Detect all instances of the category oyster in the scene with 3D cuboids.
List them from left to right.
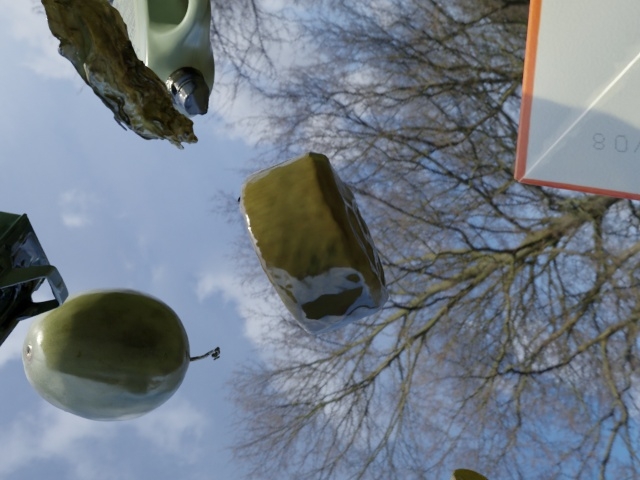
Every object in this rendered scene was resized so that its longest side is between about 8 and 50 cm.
[{"bbox_3d":[-0.166,-0.143,0.467,0.108,0.053,0.165,54,175,48],"label":"oyster"}]

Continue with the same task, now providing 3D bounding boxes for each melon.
[{"bbox_3d":[-0.393,0.212,1.070,0.308,0.272,0.271,48,-159,-40],"label":"melon"}]

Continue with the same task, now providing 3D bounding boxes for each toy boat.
[{"bbox_3d":[-0.307,0.083,0.465,0.103,0.093,0.246,21,-125,4],"label":"toy boat"}]

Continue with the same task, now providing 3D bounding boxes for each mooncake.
[{"bbox_3d":[0.000,0.000,0.904,0.284,0.156,0.284,-24,-90,-83],"label":"mooncake"}]

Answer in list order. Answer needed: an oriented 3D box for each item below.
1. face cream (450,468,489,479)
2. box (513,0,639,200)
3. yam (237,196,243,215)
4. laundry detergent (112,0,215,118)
[{"bbox_3d":[0.255,0.575,1.061,0.078,0.273,0.078,12,-173,-1],"label":"face cream"},{"bbox_3d":[0.362,-0.211,0.428,0.349,0.318,0.257,12,-137,28],"label":"box"},{"bbox_3d":[-0.121,-0.074,1.209,0.084,0.084,0.127,25,176,-27],"label":"yam"},{"bbox_3d":[-0.216,-0.277,0.803,0.105,0.214,0.280,3,-146,-37],"label":"laundry detergent"}]
